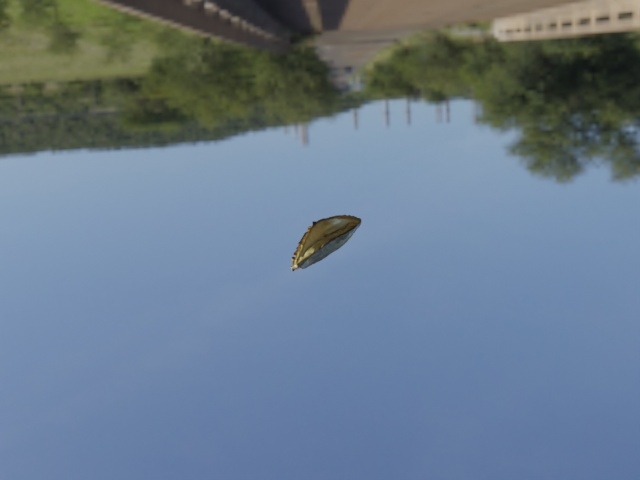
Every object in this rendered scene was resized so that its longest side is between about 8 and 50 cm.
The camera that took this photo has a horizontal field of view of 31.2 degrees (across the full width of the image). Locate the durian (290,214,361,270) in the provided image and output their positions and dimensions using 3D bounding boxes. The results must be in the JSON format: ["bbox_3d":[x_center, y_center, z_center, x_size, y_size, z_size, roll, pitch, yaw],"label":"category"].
[{"bbox_3d":[0.005,0.009,1.588,0.130,0.052,0.066,-35,-150,-23],"label":"durian"}]
